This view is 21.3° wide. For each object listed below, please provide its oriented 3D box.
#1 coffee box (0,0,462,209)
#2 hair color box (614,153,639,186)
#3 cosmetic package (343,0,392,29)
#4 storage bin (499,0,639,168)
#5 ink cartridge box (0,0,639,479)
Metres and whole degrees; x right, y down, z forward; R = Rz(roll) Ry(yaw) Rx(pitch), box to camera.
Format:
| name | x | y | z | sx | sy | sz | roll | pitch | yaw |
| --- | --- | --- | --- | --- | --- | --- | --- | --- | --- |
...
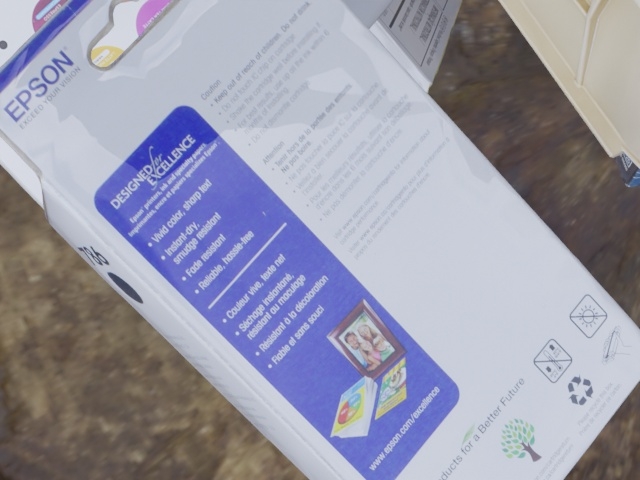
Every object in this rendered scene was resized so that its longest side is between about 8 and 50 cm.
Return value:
| name | x | y | z | sx | sy | sz | roll | pitch | yaw |
| --- | --- | --- | --- | --- | --- | --- | --- | --- | --- |
| coffee box | -0.107 | -0.207 | 1.525 | 0.337 | 0.338 | 0.334 | -37 | 102 | 22 |
| hair color box | 0.310 | -0.193 | 1.369 | 0.105 | 0.347 | 0.174 | -11 | 70 | -10 |
| cosmetic package | -0.068 | -0.372 | 1.065 | 0.394 | 0.327 | 0.329 | 38 | 91 | 13 |
| storage bin | 0.221 | -0.194 | 0.903 | 0.262 | 0.123 | 0.260 | -23 | 65 | -17 |
| ink cartridge box | 0.000 | 0.000 | 0.802 | 0.332 | 0.065 | 0.165 | 48 | 72 | -16 |
